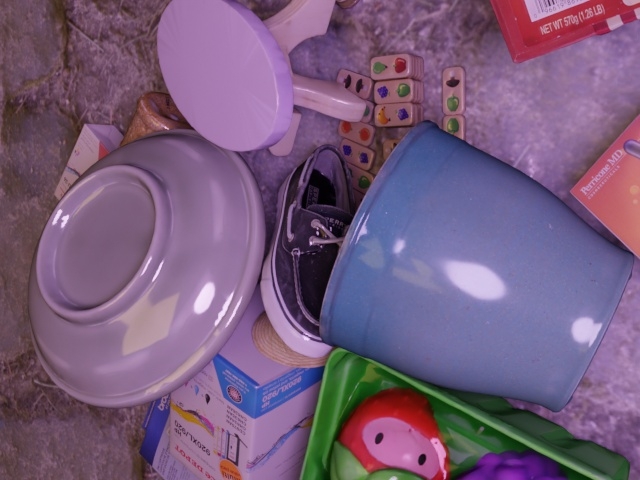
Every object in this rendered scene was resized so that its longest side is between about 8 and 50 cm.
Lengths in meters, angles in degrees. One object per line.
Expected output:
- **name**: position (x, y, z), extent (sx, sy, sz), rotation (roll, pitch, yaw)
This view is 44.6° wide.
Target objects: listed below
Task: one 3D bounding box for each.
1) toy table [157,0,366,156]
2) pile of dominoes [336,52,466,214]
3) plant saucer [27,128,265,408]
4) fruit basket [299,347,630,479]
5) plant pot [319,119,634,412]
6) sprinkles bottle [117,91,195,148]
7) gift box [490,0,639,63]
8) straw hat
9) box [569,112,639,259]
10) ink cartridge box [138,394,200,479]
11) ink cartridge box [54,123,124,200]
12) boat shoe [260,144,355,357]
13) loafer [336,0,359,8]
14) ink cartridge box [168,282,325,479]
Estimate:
- **toy table**: position (-0.078, -0.226, 1.032), extent (0.274, 0.160, 0.252), rotation (53, 133, 28)
- **pile of dominoes**: position (0.092, -0.109, 1.009), extent (0.196, 0.040, 0.251), rotation (3, 96, 38)
- **plant saucer**: position (-0.263, 0.015, 1.033), extent (0.400, 0.100, 0.401), rotation (-12, 64, 26)
- **fruit basket**: position (0.109, 0.308, 0.835), extent (0.392, 0.392, 0.283), rotation (23, 109, 34)
- **plant pot**: position (0.175, 0.046, 0.834), extent (0.255, 0.271, 0.272), rotation (26, 111, 16)
- **sprinkles bottle**: position (-0.305, -0.066, 1.274), extent (0.121, 0.121, 0.355), rotation (47, 120, 25)
- **gift box**: position (0.274, -0.303, 0.716), extent (0.255, 0.258, 0.276), rotation (-9, 109, 37)
- **straw hat**: position (-0.018, 0.097, 1.006), extent (0.144, 0.144, 0.061), rotation (29, 126, 32)
- **box**: position (0.362, -0.039, 0.770), extent (0.170, 0.091, 0.130), rotation (49, 122, 23)
- **ink cartridge box**: position (-0.190, 0.334, 1.267), extent (0.311, 0.065, 0.186), rotation (36, 115, 32)
- **ink cartridge box**: position (-0.397, -0.092, 1.377), extent (0.115, 0.067, 0.198), rotation (46, 120, 25)
- **boat shoe**: position (0.000, 0.000, 0.974), extent (0.102, 0.108, 0.301), rotation (-50, 25, 41)
- **loafer**: position (0.024, -0.381, 1.025), extent (0.056, 0.050, 0.148), rotation (-2, 93, 38)
- **ink cartridge box**: position (-0.093, 0.216, 1.079), extent (0.171, 0.168, 0.233), rotation (29, 126, 33)
